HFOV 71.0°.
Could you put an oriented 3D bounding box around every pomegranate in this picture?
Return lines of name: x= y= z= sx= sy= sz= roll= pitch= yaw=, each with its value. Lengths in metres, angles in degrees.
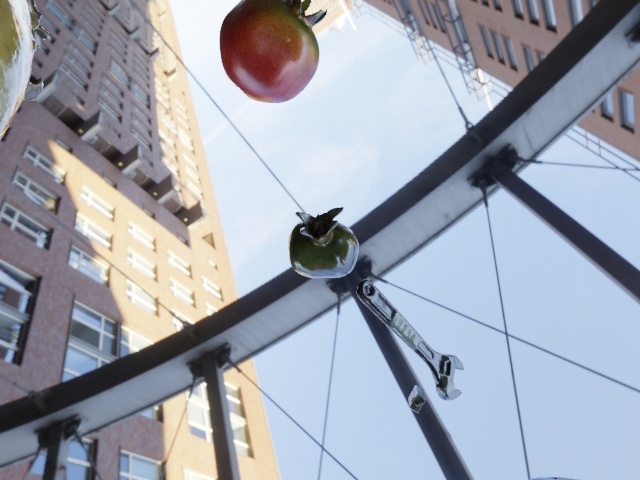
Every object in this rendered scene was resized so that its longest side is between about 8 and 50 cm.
pomegranate: x=-0.097 y=-0.427 z=0.976 sx=0.257 sy=0.221 sz=0.220 roll=-37 pitch=-139 yaw=20
pomegranate: x=0.000 y=0.000 z=0.917 sx=0.152 sy=0.191 sz=0.131 roll=-1 pitch=-120 yaw=10

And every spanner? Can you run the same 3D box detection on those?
spanner: x=0.174 y=0.181 z=0.836 sx=0.024 sy=0.316 sz=0.087 roll=-17 pitch=-149 yaw=55

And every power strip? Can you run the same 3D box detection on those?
power strip: x=0.150 y=0.246 z=0.698 sx=0.017 sy=0.083 sz=0.027 roll=27 pitch=-93 yaw=13

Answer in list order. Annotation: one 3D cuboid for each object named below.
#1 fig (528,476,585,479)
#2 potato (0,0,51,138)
fig: x=0.346 y=0.479 z=0.635 sx=0.191 sy=0.190 sz=0.290 roll=8 pitch=-124 yaw=41
potato: x=-0.424 y=-0.167 z=0.303 sx=0.289 sy=0.397 sz=0.296 roll=-61 pitch=-151 yaw=28
